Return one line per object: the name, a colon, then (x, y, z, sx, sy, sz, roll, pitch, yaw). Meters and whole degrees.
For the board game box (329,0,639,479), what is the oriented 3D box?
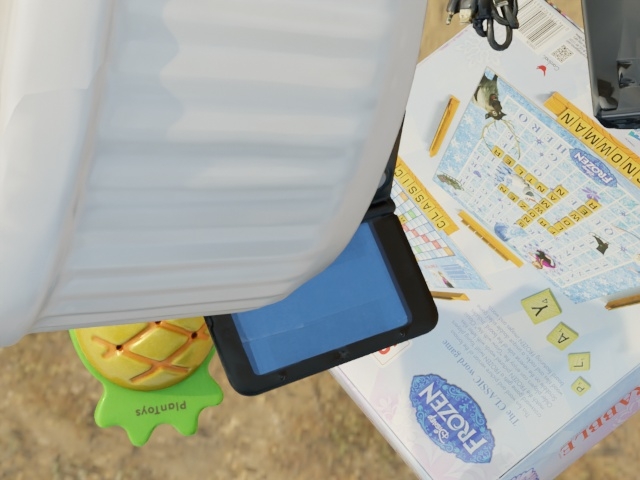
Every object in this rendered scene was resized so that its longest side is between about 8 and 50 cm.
board game box: (0.133, 0.002, 1.128, 0.318, 0.318, 0.066, -37, 146, -6)

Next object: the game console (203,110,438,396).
game console: (0.000, 0.000, 0.739, 0.122, 0.071, 0.107, -18, 136, -29)

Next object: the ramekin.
ramekin: (-0.060, -0.095, 0.530, 0.127, 0.273, 0.273, 4, 133, -20)

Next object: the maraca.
maraca: (-0.136, 0.073, 1.222, 0.127, 0.099, 0.185, -9, 104, -12)

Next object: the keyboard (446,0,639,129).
keyboard: (0.171, -0.220, 0.928, 0.202, 0.317, 0.033, -4, 167, 7)
